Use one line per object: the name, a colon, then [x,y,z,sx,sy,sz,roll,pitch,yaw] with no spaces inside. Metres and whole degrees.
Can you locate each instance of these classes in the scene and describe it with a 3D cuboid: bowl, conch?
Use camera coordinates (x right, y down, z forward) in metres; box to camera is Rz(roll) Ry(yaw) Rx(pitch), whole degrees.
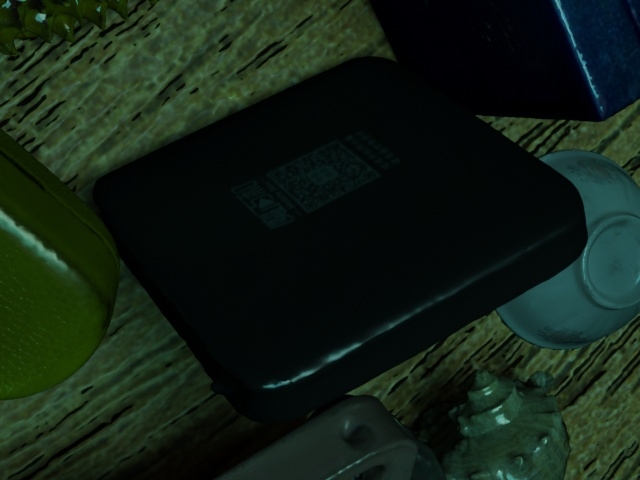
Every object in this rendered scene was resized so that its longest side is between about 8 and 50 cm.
bowl: [0.246,0.015,1.049,0.189,0.086,0.189,-3,99,-20]
conch: [0.159,0.207,1.005,0.178,0.163,0.245,-32,116,-36]

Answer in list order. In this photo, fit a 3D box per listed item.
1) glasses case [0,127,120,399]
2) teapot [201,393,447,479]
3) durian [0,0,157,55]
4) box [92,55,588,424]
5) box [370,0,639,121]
glasses case: [-0.308,-0.038,0.780,0.173,0.141,0.371,-42,114,13]
teapot: [-0.060,0.266,0.836,0.361,0.305,0.376,-28,148,-25]
durian: [-0.242,-0.215,0.813,0.341,0.112,0.191,2,95,-21]
box: [0.005,-0.018,0.850,0.289,0.290,0.073,-28,132,-18]
box: [0.119,-0.226,0.863,0.116,0.279,0.261,-31,106,-15]
